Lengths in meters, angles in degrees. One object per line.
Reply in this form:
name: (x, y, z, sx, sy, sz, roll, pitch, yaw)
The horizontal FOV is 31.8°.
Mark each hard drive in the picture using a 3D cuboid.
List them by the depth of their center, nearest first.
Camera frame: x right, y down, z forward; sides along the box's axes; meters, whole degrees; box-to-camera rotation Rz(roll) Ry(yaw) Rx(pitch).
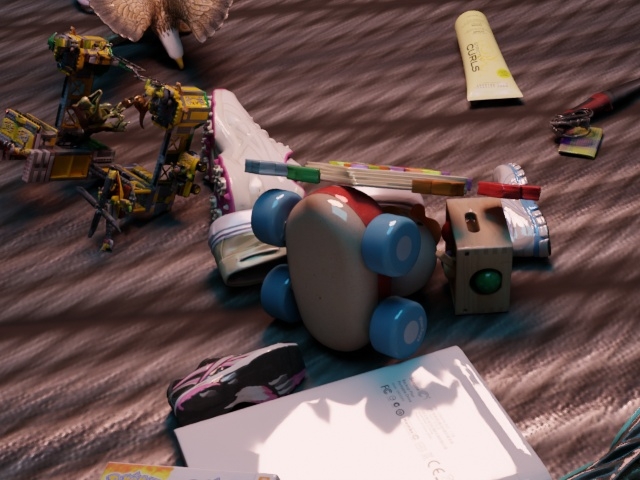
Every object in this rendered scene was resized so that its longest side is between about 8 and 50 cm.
hard drive: (0.040, 0.247, 1.235, 0.353, 0.047, 0.233, -15, 39, -15)

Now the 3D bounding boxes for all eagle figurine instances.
eagle figurine: (-0.281, -0.411, 1.987, 0.225, 0.298, 0.226, 38, 82, -6)

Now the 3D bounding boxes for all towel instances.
towel: (0.408, -0.156, 1.764, 0.060, 0.009, 0.083, 10, 40, 16)

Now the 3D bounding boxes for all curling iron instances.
curling iron: (0.464, -0.219, 1.816, 0.274, 0.035, 0.068, -27, 35, -37)

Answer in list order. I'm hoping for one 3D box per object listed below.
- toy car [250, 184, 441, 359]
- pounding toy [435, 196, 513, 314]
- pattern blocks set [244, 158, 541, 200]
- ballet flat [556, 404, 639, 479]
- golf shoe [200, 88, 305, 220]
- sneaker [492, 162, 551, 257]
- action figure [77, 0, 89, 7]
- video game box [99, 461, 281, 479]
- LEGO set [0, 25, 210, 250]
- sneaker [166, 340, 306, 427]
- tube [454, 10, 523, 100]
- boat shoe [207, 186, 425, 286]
toy car: (0.073, 0.007, 1.431, 0.219, 0.210, 0.238, 14, 31, 39)
pounding toy: (0.190, 0.022, 1.449, 0.100, 0.130, 0.141, -4, 37, 0)
pattern blocks set: (0.084, -0.081, 1.420, 0.325, 0.026, 0.285, 1, 7, -38)
ballet flat: (0.319, 0.254, 1.176, 0.280, 0.095, 0.096, -35, 56, -21)
golf shoe: (-0.106, -0.122, 1.697, 0.140, 0.115, 0.306, -1, 42, -14)
sneaker: (0.259, -0.043, 1.582, 0.083, 0.071, 0.190, -11, 37, -1)
action figure: (-0.275, -0.551, 2.222, 0.370, 0.275, 0.248, 6, 27, -25)
video game box: (-0.152, 0.312, 1.112, 0.205, 0.048, 0.187, -1, 43, 23)
LEGO set: (-0.340, -0.166, 1.634, 0.331, 0.254, 0.192, 38, 25, 27)
sneaker: (-0.106, 0.159, 1.347, 0.178, 0.071, 0.077, -18, 29, -27)
tube: (0.282, -0.313, 1.945, 0.070, 0.062, 0.240, -36, 35, 25)
boat shoe: (0.000, 0.000, 1.538, 0.303, 0.109, 0.094, -12, 62, -5)
